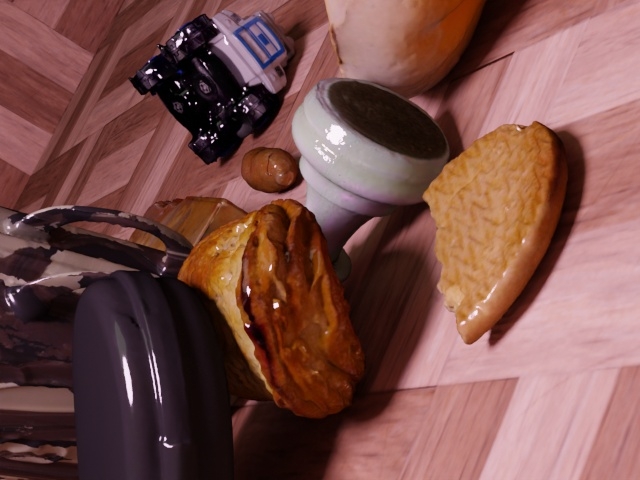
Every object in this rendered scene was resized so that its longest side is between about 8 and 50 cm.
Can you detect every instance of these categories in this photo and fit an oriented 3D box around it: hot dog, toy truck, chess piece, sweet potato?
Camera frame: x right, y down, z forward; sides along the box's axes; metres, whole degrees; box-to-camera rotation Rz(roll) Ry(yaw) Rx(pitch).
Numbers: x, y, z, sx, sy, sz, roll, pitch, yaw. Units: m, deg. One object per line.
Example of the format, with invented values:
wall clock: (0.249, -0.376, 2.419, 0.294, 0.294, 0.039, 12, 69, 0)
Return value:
hot dog: (-0.037, 0.057, 1.239, 0.114, 0.175, 0.259, -20, 6, -16)
toy truck: (-0.120, -0.216, 1.954, 0.177, 0.161, 0.213, -43, 6, -38)
chess piece: (0.000, 0.000, 1.344, 0.139, 0.139, 0.272, -93, 27, -59)
sweet potato: (-0.064, -0.083, 1.714, 0.056, 0.056, 0.195, -59, 15, 1)

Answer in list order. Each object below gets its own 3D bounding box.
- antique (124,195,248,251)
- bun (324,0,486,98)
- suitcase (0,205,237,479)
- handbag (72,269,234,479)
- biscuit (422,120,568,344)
antique: (-0.142, 0.009, 1.713, 0.093, 0.087, 0.310, -60, 18, -8)
bun: (0.085, -0.278, 1.383, 0.165, 0.299, 0.299, -8, 35, 8)
suitcase: (-0.248, 0.089, 1.450, 0.339, 0.351, 0.194, -45, 41, 39)
handbag: (-0.135, 0.176, 1.229, 0.254, 0.093, 0.308, -162, 69, -68)
biscuit: (0.134, -0.022, 1.134, 0.144, 0.033, 0.224, -50, 20, 18)
